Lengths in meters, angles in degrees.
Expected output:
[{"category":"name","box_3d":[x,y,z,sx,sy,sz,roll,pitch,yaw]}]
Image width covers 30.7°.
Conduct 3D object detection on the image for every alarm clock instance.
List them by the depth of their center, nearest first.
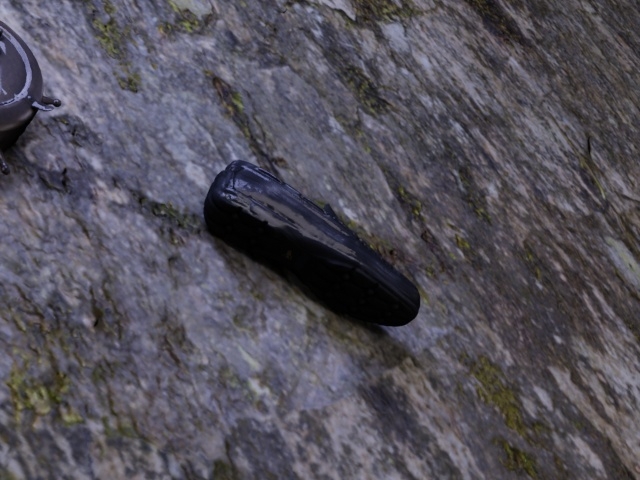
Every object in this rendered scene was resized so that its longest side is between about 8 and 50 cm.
[{"category":"alarm clock","box_3d":[-0.308,-0.145,0.948,0.192,0.064,0.129,34,41,-13]}]

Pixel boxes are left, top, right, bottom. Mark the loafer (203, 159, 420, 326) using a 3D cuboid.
[{"category":"loafer","box_3d":[0.000,0.000,1.068,0.223,0.076,0.078,32,48,-8]}]
